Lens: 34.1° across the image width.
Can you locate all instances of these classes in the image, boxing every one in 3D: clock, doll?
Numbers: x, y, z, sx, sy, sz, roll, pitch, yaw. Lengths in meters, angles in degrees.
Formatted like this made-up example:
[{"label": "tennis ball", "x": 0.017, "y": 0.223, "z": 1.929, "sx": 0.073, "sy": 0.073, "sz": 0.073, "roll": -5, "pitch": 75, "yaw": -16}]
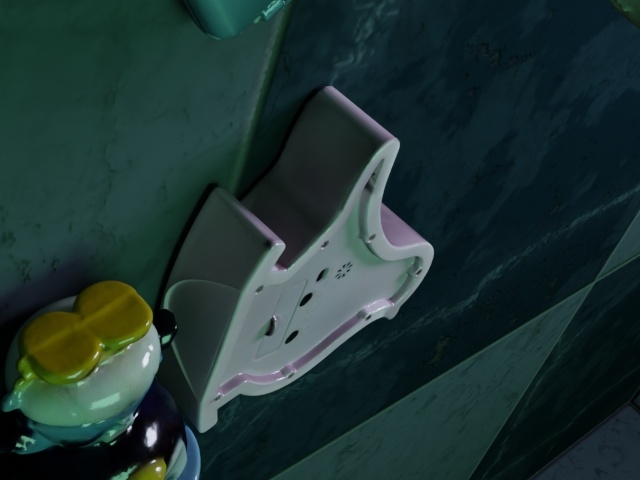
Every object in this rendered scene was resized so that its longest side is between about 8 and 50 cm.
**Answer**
[{"label": "clock", "x": 0.000, "y": 0.000, "z": 0.887, "sx": 0.275, "sy": 0.080, "sz": 0.290, "roll": -25, "pitch": 149, "yaw": -39}, {"label": "doll", "x": -0.171, "y": 0.165, "z": 0.798, "sx": 0.177, "sy": 0.141, "sz": 0.314, "roll": -34, "pitch": 150, "yaw": -33}]

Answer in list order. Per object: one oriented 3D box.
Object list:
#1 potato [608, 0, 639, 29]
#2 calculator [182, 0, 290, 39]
[{"label": "potato", "x": 0.382, "y": -0.312, "z": 0.638, "sx": 0.296, "sy": 0.290, "sz": 0.397, "roll": -40, "pitch": 162, "yaw": -33}, {"label": "calculator", "x": -0.044, "y": -0.195, "z": 0.572, "sx": 0.121, "sy": 0.039, "sz": 0.210, "roll": -45, "pitch": 155, "yaw": -7}]
